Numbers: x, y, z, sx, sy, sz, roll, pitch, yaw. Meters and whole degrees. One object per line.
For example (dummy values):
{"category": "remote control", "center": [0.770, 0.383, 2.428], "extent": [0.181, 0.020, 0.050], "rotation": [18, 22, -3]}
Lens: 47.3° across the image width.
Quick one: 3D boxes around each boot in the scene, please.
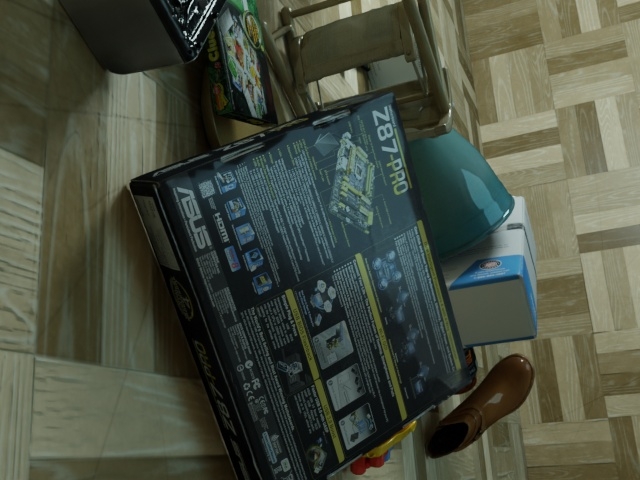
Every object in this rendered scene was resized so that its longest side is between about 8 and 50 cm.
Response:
{"category": "boot", "center": [0.358, 0.378, 1.659], "extent": [0.109, 0.283, 0.220], "rotation": [51, 23, 20]}

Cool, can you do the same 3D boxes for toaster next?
{"category": "toaster", "center": [-0.187, -0.284, 0.749], "extent": [0.168, 0.110, 0.185], "rotation": [-79, 151, -45]}

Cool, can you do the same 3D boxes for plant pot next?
{"category": "plant pot", "center": [-0.104, -0.160, 1.012], "extent": [0.236, 0.032, 0.236], "rotation": [-10, 90, -68]}
{"category": "plant pot", "center": [0.242, -0.130, 1.592], "extent": [0.255, 0.272, 0.271], "rotation": [58, 27, -15]}

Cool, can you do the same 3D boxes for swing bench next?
{"category": "swing bench", "center": [0.066, -0.277, 1.192], "extent": [0.165, 0.253, 0.254], "rotation": [-59, 135, -60]}

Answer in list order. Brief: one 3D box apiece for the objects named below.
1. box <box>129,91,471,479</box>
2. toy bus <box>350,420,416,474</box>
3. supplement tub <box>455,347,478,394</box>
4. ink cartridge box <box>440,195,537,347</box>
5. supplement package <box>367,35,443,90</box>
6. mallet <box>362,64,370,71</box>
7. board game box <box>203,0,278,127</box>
{"category": "box", "center": [-0.002, 0.061, 0.852], "extent": [0.318, 0.097, 0.395], "rotation": [-26, 108, -27]}
{"category": "toy bus", "center": [0.071, 0.267, 1.136], "extent": [0.220, 0.149, 0.211], "rotation": [3, 94, -66]}
{"category": "supplement tub", "center": [0.306, 0.265, 1.736], "extent": [0.117, 0.117, 0.190], "rotation": [-63, 137, -57]}
{"category": "ink cartridge box", "center": [0.340, 0.071, 1.678], "extent": [0.395, 0.285, 0.166], "rotation": [-61, 135, -58]}
{"category": "supplement package", "center": [0.220, -0.394, 1.789], "extent": [0.204, 0.145, 0.262], "rotation": [-68, 141, -55]}
{"category": "mallet", "center": [0.079, -0.407, 1.597], "extent": [0.190, 0.039, 0.062], "rotation": [-26, 102, -73]}
{"category": "board game box", "center": [-0.116, -0.283, 0.957], "extent": [0.136, 0.030, 0.259], "rotation": [-2, 81, -65]}
